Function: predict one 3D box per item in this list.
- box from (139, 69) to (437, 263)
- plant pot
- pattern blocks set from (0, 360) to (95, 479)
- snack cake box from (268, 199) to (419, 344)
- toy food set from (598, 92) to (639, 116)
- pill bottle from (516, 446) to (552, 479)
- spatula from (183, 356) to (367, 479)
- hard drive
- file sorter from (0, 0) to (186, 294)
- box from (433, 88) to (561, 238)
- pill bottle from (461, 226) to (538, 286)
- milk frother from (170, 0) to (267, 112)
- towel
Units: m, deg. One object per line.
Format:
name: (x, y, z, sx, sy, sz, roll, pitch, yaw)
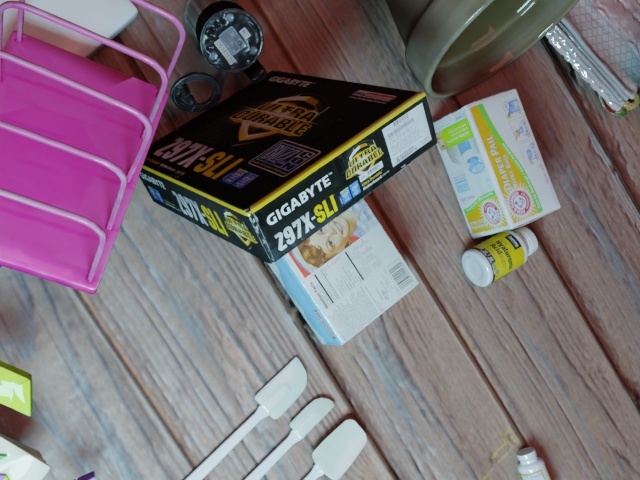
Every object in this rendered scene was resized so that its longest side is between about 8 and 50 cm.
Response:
box: (-0.059, -0.111, 0.888, 0.257, 0.322, 0.079, -38, 124, -21)
plant pot: (0.213, -0.425, 1.071, 0.323, 0.323, 0.280, -28, 77, -23)
pattern blocks set: (-0.418, 0.265, 0.797, 0.325, 0.026, 0.285, 24, 93, -18)
snack cake box: (0.000, 0.000, 1.016, 0.152, 0.089, 0.264, -35, 95, -20)
toy food set: (0.543, -0.267, 1.306, 0.083, 0.020, 0.083, -32, 95, -22)
pill bottle: (0.337, 0.369, 1.117, 0.043, 0.043, 0.083, -22, 90, -23)
spatula: (-0.063, 0.304, 0.983, 0.242, 0.019, 0.168, -43, 99, -21)
hard drive: (-0.419, -0.271, 0.917, 0.203, 0.040, 0.307, 44, 69, -10)
file sorter: (-0.289, -0.128, 0.783, 0.202, 0.182, 0.290, 20, 62, -15)
box: (0.274, -0.118, 1.128, 0.103, 0.114, 0.203, -21, 91, -23)
pill bottle: (0.289, 0.022, 1.139, 0.116, 0.065, 0.065, -26, 92, -23)
milk frother: (-0.156, -0.261, 0.979, 0.143, 0.134, 0.129, -23, 126, -6)
towel: (0.503, -0.449, 1.288, 0.332, 0.053, 0.317, 42, 64, -12)
